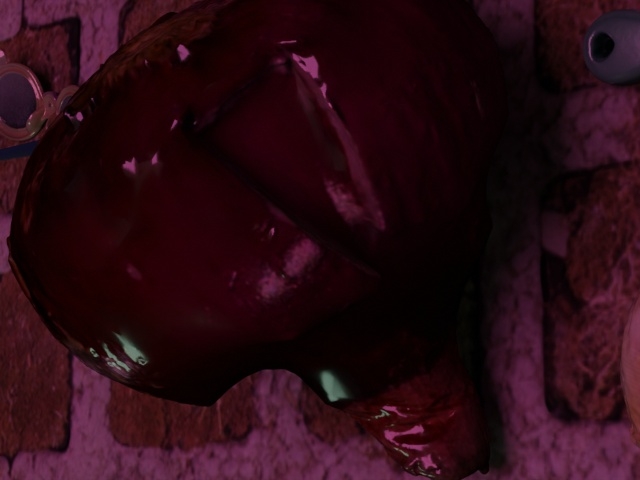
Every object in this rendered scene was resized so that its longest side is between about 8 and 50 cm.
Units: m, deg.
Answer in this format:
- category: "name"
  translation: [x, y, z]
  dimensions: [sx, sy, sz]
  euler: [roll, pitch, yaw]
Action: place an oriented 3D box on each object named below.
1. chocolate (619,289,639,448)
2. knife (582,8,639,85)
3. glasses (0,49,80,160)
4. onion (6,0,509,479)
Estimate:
- category: "chocolate"
  translation: [0.280, 0.010, 1.136]
  dimensions: [0.134, 0.134, 0.309]
  euler: [19, 94, 43]
- category: "knife"
  translation: [0.297, -0.130, 1.209]
  dimensions: [0.260, 0.035, 0.063]
  euler: [5, 91, 40]
- category: "glasses"
  translation: [-0.339, -0.086, 1.702]
  dimensions: [0.190, 0.220, 0.088]
  euler: [24, 138, 42]
- category: "onion"
  translation: [0.000, 0.000, 1.315]
  dimensions: [0.398, 0.420, 0.398]
  euler: [-41, 13, 12]
